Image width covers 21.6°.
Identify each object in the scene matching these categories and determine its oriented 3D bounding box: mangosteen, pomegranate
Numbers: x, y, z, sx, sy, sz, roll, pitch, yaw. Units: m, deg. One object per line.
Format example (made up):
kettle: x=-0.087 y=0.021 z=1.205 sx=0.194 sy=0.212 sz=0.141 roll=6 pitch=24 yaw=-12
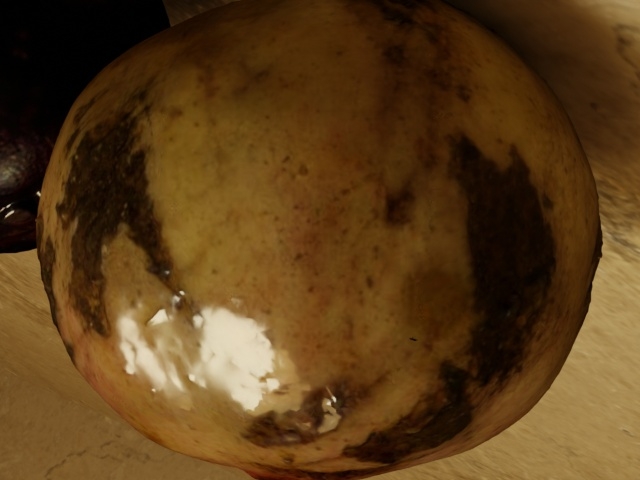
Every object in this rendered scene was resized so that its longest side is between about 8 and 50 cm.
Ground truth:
mangosteen: x=-0.240 y=-0.126 z=1.097 sx=0.287 sy=0.233 sz=0.287 roll=16 pitch=-154 yaw=-8
pomegranate: x=0.000 y=0.000 z=0.950 sx=0.322 sy=0.322 sz=0.322 roll=27 pitch=164 yaw=9
